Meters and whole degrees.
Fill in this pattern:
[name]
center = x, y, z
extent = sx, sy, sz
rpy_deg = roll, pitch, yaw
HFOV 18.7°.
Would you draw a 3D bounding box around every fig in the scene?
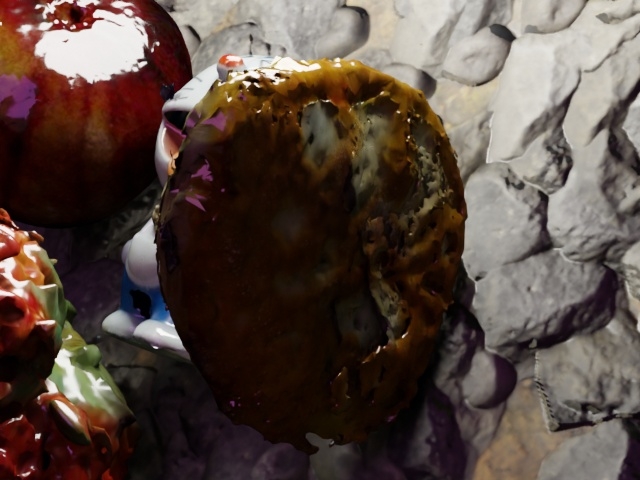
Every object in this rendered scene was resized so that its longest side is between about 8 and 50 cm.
[fig]
center = -0.217, -0.115, 1.601
extent = 0.235, 0.214, 0.235
rpy_deg = -2, 23, 1

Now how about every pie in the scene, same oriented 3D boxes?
[pie]
center = 0.001, 0.000, 1.368
extent = 0.085, 0.308, 0.308
rpy_deg = 3, 65, 39

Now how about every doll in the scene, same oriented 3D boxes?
[doll]
center = -0.080, -0.024, 1.496
extent = 0.215, 0.161, 0.257
rpy_deg = 12, 71, 52

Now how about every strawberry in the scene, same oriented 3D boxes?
[strawberry]
center = -0.333, 0.127, 1.450
extent = 0.351, 0.312, 0.267
rpy_deg = -27, 34, 5
